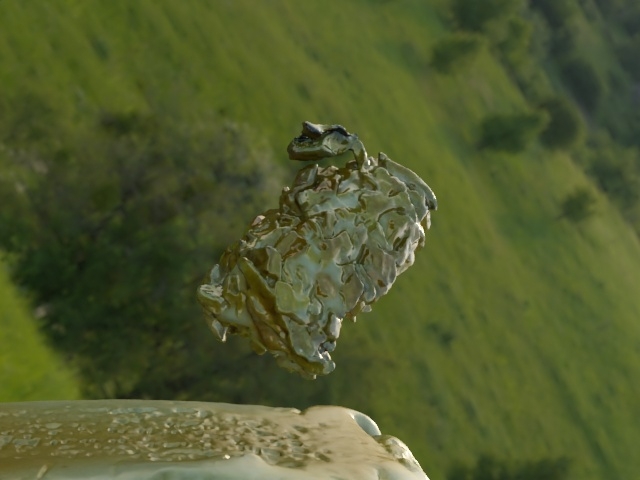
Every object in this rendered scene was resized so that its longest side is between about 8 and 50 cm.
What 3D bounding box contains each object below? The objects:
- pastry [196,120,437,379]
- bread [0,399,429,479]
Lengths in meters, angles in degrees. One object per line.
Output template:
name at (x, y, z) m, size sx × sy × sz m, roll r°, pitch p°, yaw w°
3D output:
pastry at (0.000, 0.000, 1.369) m, size 0.154 × 0.102 × 0.250 m, roll 40°, pitch 50°, yaw -4°
bread at (-0.095, 0.150, 0.809) m, size 0.173 × 0.311 × 0.121 m, roll -119°, pitch -148°, yaw -74°
